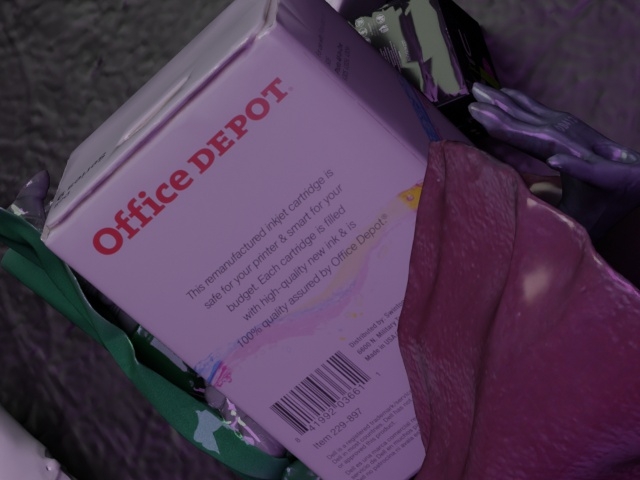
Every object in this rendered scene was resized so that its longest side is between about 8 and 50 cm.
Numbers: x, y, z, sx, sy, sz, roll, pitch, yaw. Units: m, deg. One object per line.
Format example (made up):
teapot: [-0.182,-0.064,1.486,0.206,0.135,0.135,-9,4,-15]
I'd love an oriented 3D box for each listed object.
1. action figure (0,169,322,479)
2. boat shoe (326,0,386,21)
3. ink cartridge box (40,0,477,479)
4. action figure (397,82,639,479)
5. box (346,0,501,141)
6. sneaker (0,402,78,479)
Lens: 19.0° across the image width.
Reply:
action figure: [-0.072,0.061,0.982,0.232,0.137,0.063,43,85,11]
boat shoe: [-0.029,-0.083,0.999,0.070,0.078,0.219,24,83,21]
ink cartridge box: [0.000,0.000,0.898,0.212,0.093,0.154,41,112,-19]
action figure: [0.076,0.137,0.789,0.276,0.248,0.370,17,106,-8]
box: [0.055,-0.083,0.960,0.052,0.083,0.062,-21,76,17]
sneaker: [-0.119,0.157,1.005,0.094,0.080,0.212,-33,80,1]
